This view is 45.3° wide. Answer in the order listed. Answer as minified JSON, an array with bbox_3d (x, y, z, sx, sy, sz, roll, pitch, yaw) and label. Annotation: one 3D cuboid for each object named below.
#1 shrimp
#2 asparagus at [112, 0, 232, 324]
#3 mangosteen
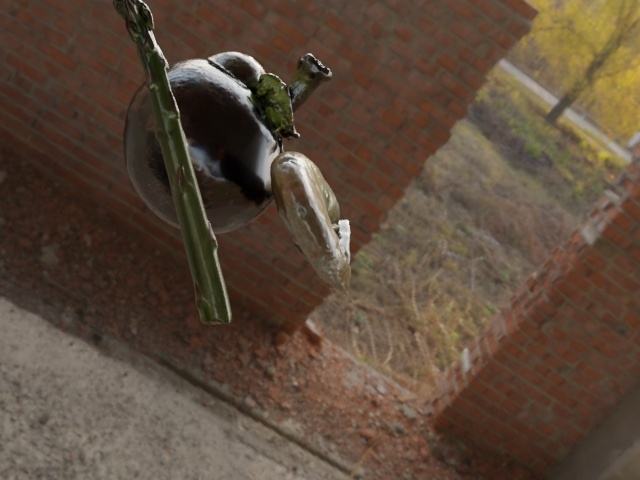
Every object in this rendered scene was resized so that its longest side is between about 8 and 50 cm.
[{"bbox_3d":[0.000,0.000,0.917,0.317,0.077,0.168,58,11,-70],"label":"shrimp"},{"bbox_3d":[-0.099,-0.064,0.506,0.024,0.025,0.248,149,-75,-80],"label":"asparagus"},{"bbox_3d":[-0.113,-0.139,0.982,0.231,0.289,0.231,55,15,-23],"label":"mangosteen"}]
